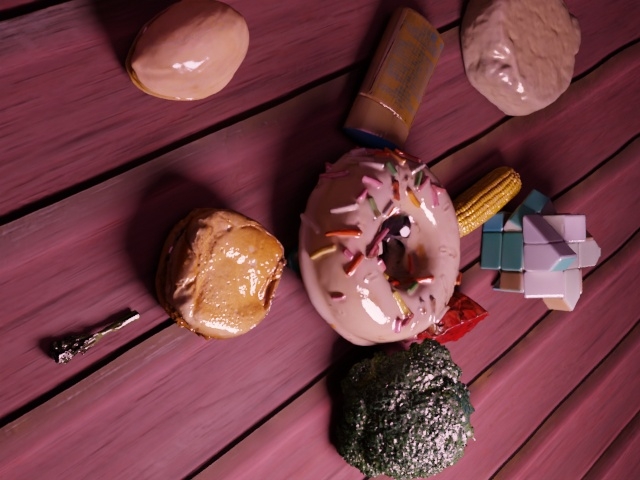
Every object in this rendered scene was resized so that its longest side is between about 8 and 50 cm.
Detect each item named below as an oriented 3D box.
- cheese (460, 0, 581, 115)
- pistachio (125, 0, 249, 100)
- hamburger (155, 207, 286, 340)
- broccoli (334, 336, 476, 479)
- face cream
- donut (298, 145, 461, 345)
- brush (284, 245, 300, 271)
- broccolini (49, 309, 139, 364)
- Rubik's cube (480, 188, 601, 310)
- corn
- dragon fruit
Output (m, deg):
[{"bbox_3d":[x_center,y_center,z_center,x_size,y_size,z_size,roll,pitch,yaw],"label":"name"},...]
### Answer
[{"bbox_3d":[0.455,-0.448,1.453,0.326,0.115,0.318,-26,107,-34],"label":"cheese"},{"bbox_3d":[-0.193,-0.287,0.985,0.200,0.117,0.145,-40,119,-27],"label":"pistachio"},{"bbox_3d":[-0.161,0.055,1.031,0.213,0.108,0.214,-3,96,-36],"label":"hamburger"},{"bbox_3d":[0.162,0.320,1.226,0.265,0.245,0.294,28,96,9],"label":"broccoli"},{"bbox_3d":[0.146,-0.302,1.261,0.139,0.067,0.285,32,73,-31],"label":"face cream"},{"bbox_3d":[0.127,0.009,1.195,0.382,0.142,0.383,1,89,-43],"label":"donut"},{"bbox_3d":[0.000,0.000,1.196,0.193,0.032,0.043,-38,110,-40],"label":"brush"},{"bbox_3d":[-0.336,0.138,0.963,0.140,0.030,0.035,-32,74,-35],"label":"broccolini"},{"bbox_3d":[0.501,0.020,1.444,0.224,0.213,0.265,5,86,-35],"label":"Rubik's cube"},{"bbox_3d":[0.351,-0.085,1.412,0.248,0.081,0.081,-35,112,-30],"label":"corn"},{"bbox_3d":[0.245,0.165,1.371,0.192,0.122,0.092,-13,60,-31],"label":"dragon fruit"}]
